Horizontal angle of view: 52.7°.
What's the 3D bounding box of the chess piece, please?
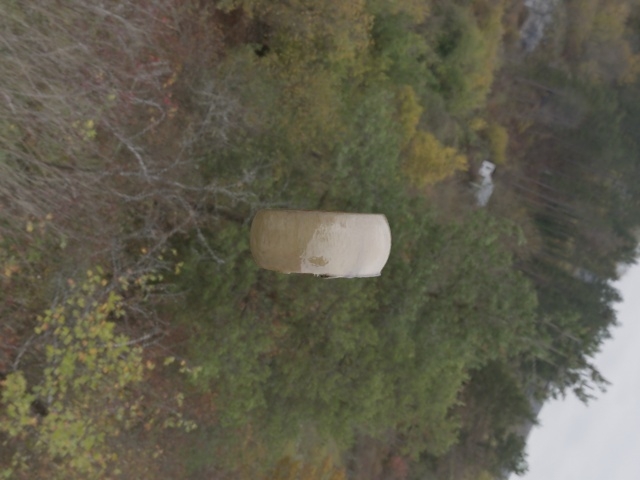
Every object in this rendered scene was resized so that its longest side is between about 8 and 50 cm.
[{"bbox_3d":[0.000,0.000,0.383,0.083,0.083,0.038,-9,105,-70],"label":"chess piece"}]
